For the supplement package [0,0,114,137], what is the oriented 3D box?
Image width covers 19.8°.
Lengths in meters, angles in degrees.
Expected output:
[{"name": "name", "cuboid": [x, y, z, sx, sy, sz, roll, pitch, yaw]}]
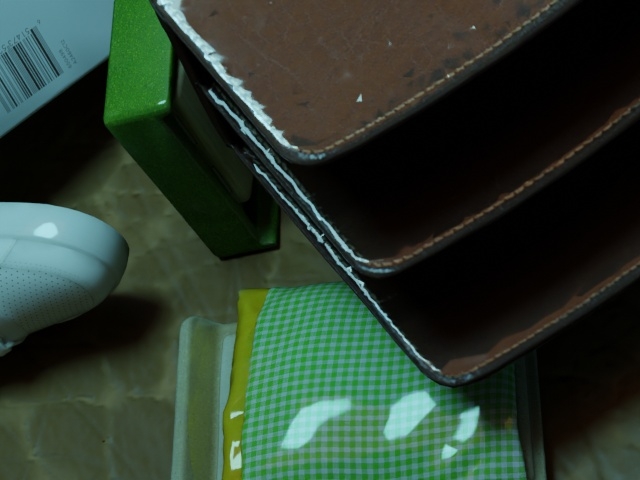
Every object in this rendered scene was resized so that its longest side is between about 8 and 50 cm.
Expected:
[{"name": "supplement package", "cuboid": [-0.246, -0.172, 1.141, 0.262, 0.204, 0.145, -39, 27, -21]}]

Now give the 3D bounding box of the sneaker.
[{"name": "sneaker", "cuboid": [-0.246, 0.080, 1.083, 0.292, 0.108, 0.169, -12, 53, 30]}]

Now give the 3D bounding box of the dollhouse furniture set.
[{"name": "dollhouse furniture set", "cuboid": [0.000, 0.000, 0.985, 0.197, 0.151, 0.302, -13, 52, 17]}]

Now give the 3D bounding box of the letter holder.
[{"name": "letter holder", "cuboid": [0.112, -0.102, 0.878, 0.302, 0.152, 0.214, -38, 68, -6]}]
